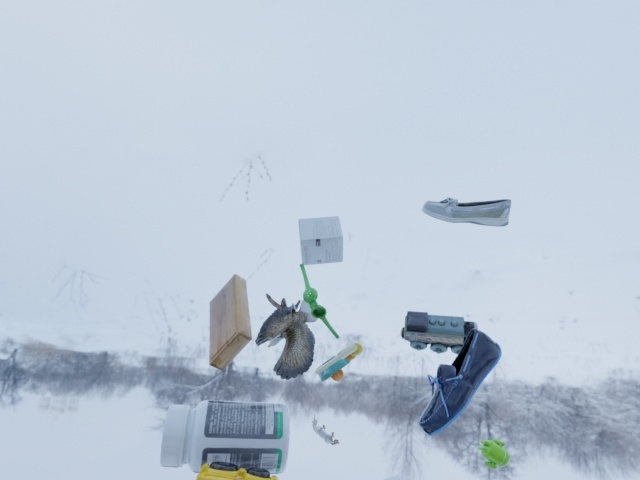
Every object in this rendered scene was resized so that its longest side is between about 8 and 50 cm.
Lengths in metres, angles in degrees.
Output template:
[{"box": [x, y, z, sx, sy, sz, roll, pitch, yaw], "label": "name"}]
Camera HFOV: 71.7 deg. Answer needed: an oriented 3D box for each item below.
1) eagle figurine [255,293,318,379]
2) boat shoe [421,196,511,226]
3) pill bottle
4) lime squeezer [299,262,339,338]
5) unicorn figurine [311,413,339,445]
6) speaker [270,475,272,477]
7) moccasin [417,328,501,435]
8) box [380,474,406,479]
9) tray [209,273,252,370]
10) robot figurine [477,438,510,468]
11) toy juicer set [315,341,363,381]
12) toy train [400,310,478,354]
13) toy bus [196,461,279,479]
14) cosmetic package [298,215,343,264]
[{"box": [-0.123, 0.342, 1.650, 0.226, 0.225, 0.298, 13, -167, -6], "label": "eagle figurine"}, {"box": [0.549, -0.122, 1.674, 0.320, 0.103, 0.118, 9, -162, 16], "label": "boat shoe"}, {"box": [-0.282, 0.593, 1.341, 0.360, 0.204, 0.204, 6, 162, -10], "label": "pill bottle"}, {"box": [-0.019, 0.231, 1.608, 0.058, 0.311, 0.110, -27, 177, -4], "label": "lime squeezer"}, {"box": [0.009, 0.840, 1.945, 0.060, 0.162, 0.111, -28, 161, -27], "label": "unicorn figurine"}, {"box": [-0.213, 1.155, 1.875, 0.131, 0.297, 0.131, -21, 142, -18], "label": "speaker"}, {"box": [0.380, 0.400, 1.284, 0.117, 0.342, 0.138, 46, 155, 1], "label": "moccasin"}, {"box": [0.310, 0.981, 1.493, 0.214, 0.169, 0.345, 10, -179, -40], "label": "box"}, {"box": [-0.403, 0.342, 1.939, 0.076, 0.411, 0.203, 35, 107, -28], "label": "tray"}, {"box": [0.632, 0.771, 1.603, 0.115, 0.101, 0.067, 32, 156, 3], "label": "robot figurine"}, {"box": [0.085, 0.474, 1.695, 0.209, 0.090, 0.329, -32, 165, -9], "label": "toy juicer set"}, {"box": [0.508, 0.393, 1.896, 0.333, 0.142, 0.190, 3, 143, 16], "label": "toy train"}, {"box": [-0.218, 0.648, 1.099, 0.220, 0.150, 0.211, 10, 158, -1], "label": "toy bus"}, {"box": [0.000, 0.000, 1.938, 0.183, 0.152, 0.151, -6, 131, -3], "label": "cosmetic package"}]
